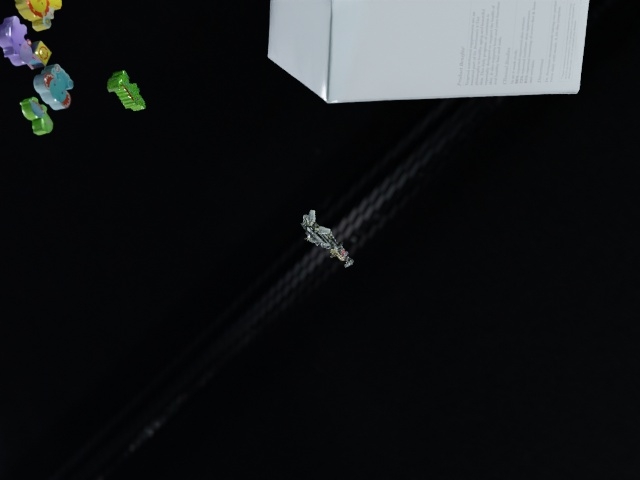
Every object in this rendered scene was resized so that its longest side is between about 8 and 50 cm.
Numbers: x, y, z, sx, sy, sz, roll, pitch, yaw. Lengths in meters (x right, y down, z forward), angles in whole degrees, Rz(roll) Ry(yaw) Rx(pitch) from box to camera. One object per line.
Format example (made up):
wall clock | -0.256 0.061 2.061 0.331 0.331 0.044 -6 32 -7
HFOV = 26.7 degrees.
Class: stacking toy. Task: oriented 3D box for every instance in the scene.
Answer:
stacking toy | -0.337 -0.206 1.600 0.167 0.221 0.052 -9 -130 31

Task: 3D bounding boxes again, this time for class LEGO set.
LEGO set | 0.002 0.002 1.266 0.023 0.083 0.054 -44 -147 -6

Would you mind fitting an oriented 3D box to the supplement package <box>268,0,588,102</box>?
supplement package | 0.102 -0.257 1.324 0.198 0.263 0.199 -133 -138 -63
